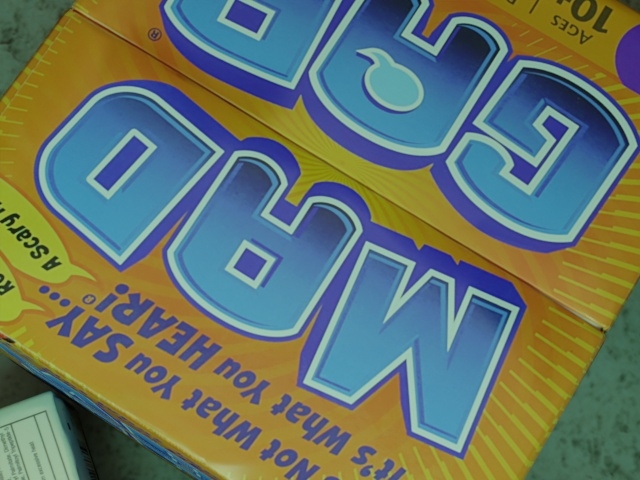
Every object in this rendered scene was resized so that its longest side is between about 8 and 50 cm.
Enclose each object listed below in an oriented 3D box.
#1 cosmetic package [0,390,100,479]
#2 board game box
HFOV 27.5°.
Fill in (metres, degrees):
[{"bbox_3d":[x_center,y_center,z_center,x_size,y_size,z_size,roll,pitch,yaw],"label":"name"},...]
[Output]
[{"bbox_3d":[-0.302,0.232,0.946,0.296,0.129,0.153,-18,79,-7],"label":"cosmetic package"},{"bbox_3d":[0.000,0.000,0.896,0.356,0.356,0.356,32,77,6],"label":"board game box"}]
